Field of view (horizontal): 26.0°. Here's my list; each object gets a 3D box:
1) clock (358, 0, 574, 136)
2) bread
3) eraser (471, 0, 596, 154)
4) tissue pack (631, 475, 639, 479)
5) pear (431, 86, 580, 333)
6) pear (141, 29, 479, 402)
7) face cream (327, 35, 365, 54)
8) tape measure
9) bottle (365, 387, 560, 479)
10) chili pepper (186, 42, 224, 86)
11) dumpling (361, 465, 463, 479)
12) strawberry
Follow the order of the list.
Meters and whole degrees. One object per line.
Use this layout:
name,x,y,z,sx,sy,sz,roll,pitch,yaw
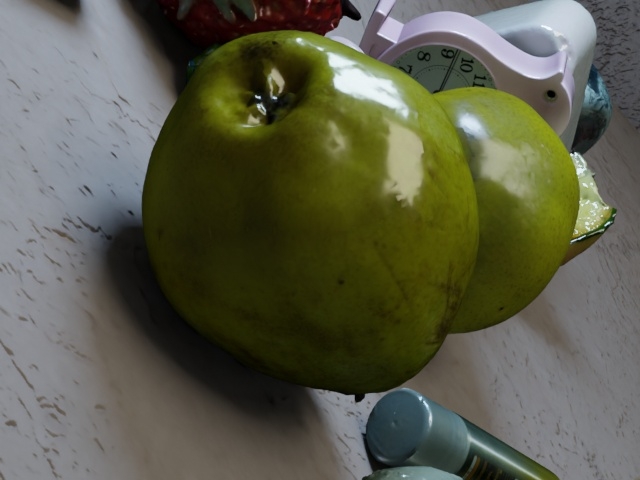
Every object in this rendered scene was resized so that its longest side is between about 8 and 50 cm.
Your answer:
clock,0.165,-0.136,1.748,0.275,0.290,0.080,14,28,5
bread,0.293,-0.024,2.058,0.133,0.252,0.174,105,-33,-56
eraser,0.193,-0.182,1.884,0.331,0.331,0.150,55,38,-5
tissue pack,0.339,0.366,1.355,0.238,0.305,0.238,46,23,-26
pear,0.162,-0.032,1.599,0.294,0.294,0.294,45,24,-27
pear,0.000,0.000,1.216,0.287,0.287,0.375,-90,168,-55
face cream,-0.019,-0.114,1.447,0.107,0.073,0.269,49,46,-8
tape measure,0.307,-0.193,2.144,0.256,0.275,0.147,14,48,-53
bottle,0.157,0.237,1.454,0.286,0.082,0.082,34,31,-45
chili pepper,-0.064,-0.111,1.502,0.224,0.061,0.098,50,33,-26
dumpling,0.064,0.268,1.211,0.108,0.152,0.219,19,12,40
strawberry,-0.073,-0.256,1.555,0.233,0.137,0.306,18,-6,21
